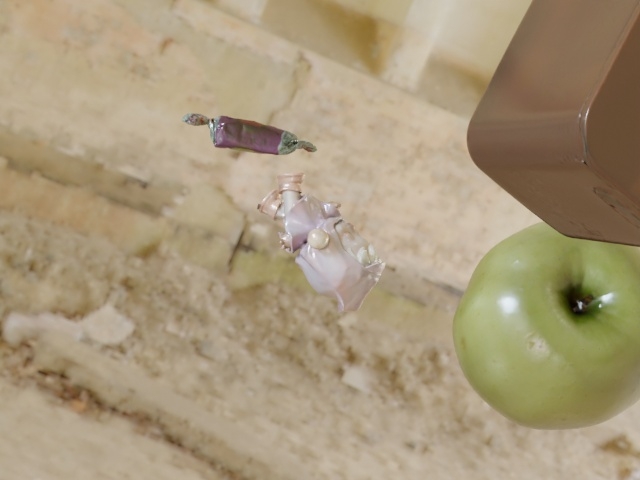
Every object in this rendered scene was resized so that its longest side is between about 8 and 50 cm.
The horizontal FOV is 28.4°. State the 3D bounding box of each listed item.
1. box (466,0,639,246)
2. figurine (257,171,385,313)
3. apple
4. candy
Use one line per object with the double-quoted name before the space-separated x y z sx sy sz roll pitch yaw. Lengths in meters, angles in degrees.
"box" 0.350 -0.175 1.384 0.239 0.339 0.229 36 -15 -26
"figurine" 0.000 0.001 2.264 0.276 0.133 0.200 49 15 16
"apple" 0.385 0.144 2.048 0.357 0.357 0.357 23 9 -4
"candy" -0.090 -0.131 1.608 0.175 0.043 0.045 12 4 3
